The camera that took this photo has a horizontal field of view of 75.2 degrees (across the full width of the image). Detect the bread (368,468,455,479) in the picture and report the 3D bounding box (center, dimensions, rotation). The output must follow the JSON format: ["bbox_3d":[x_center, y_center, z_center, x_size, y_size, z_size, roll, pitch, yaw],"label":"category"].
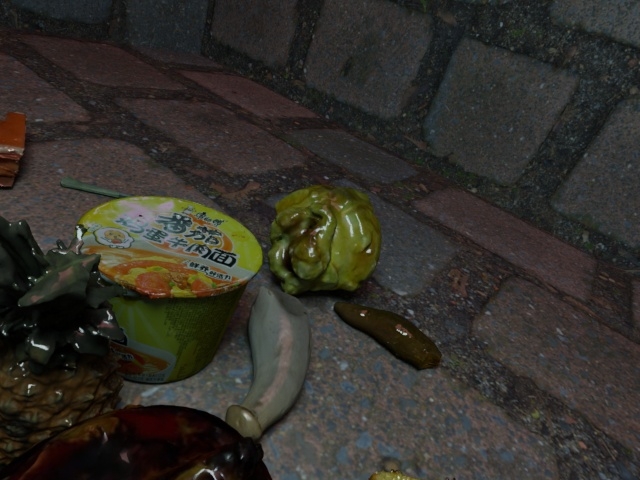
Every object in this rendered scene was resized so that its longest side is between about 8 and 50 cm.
[{"bbox_3d":[0.138,0.367,0.538,0.188,0.065,0.103,12,28,-13],"label":"bread"}]

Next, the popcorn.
[{"bbox_3d":[-0.002,-0.004,0.922,0.277,0.225,0.276,15,25,-7],"label":"popcorn"}]

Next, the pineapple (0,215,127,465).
[{"bbox_3d":[-0.287,0.101,0.438,0.169,0.340,0.169,16,32,-11],"label":"pineapple"}]

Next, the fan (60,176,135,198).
[{"bbox_3d":[-0.522,-0.116,1.001,0.193,0.016,0.038,15,32,-8],"label":"fan"}]

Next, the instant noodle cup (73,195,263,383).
[{"bbox_3d":[-0.242,0.076,0.653,0.264,0.200,0.264,17,28,-9],"label":"instant noodle cup"}]

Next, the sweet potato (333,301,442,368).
[{"bbox_3d":[0.137,0.180,0.851,0.244,0.077,0.077,32,30,18],"label":"sweet potato"}]

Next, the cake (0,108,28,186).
[{"bbox_3d":[-0.747,-0.226,0.958,0.135,0.098,0.287,5,32,-26],"label":"cake"}]

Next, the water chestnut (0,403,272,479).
[{"bbox_3d":[-0.143,0.256,0.332,0.300,0.300,0.300,16,29,-9],"label":"water chestnut"}]

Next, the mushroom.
[{"bbox_3d":[-0.073,0.193,0.668,0.118,0.103,0.270,15,34,-10],"label":"mushroom"}]
